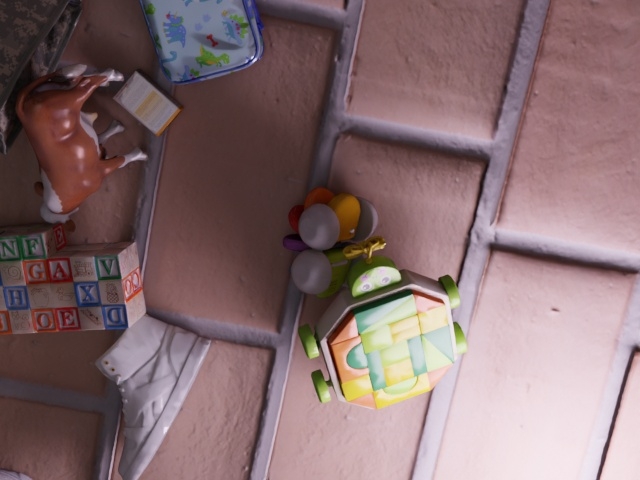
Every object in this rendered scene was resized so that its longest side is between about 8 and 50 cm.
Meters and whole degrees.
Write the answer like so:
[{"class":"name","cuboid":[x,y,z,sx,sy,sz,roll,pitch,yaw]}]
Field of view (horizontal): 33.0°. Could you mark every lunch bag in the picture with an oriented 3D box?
[{"class":"lunch bag","cuboid":[-0.187,-0.365,1.710,0.176,0.090,0.219,-15,103,8]},{"class":"lunch bag","cuboid":[-0.535,-0.322,1.695,0.235,0.169,0.287,25,74,0]}]

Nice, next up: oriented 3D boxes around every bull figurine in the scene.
[{"class":"bull figurine","cuboid":[-0.387,-0.150,1.727,0.188,0.310,0.101,-37,61,-22]}]

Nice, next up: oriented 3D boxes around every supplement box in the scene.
[{"class":"supplement box","cuboid":[-0.283,-0.227,1.779,0.098,0.036,0.062,42,103,-8]}]

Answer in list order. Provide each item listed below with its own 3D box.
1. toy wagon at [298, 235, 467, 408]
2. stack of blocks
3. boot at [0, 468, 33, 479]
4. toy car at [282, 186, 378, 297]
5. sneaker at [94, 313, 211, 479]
[{"class":"toy wagon","cuboid":[0.100,0.140,1.761,0.267,0.068,0.344,-19,133,-5]},{"class":"stack of blocks","cuboid":[-0.457,0.061,1.818,0.297,0.087,0.171,-3,104,12]},{"class":"boot","cuboid":[-0.619,0.455,1.933,0.258,0.123,0.095,25,105,-3]},{"class":"toy car","cuboid":[0.000,0.000,1.782,0.136,0.159,0.182,20,109,34]},{"class":"sneaker","cuboid":[-0.326,0.268,1.884,0.169,0.108,0.292,26,95,-2]}]
